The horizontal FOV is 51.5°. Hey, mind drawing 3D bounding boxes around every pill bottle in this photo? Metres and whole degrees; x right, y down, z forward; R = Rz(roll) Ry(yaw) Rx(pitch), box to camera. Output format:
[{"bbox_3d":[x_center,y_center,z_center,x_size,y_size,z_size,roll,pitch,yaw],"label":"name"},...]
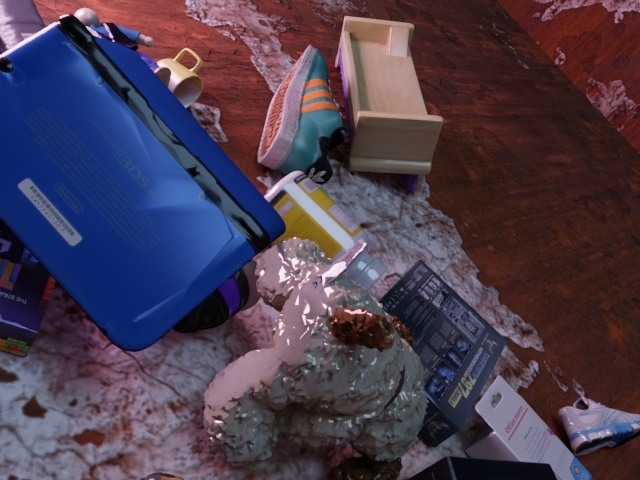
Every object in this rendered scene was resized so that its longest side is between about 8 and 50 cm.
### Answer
[{"bbox_3d":[0.000,0.000,0.906,0.184,0.103,0.103,45,36,4],"label":"pill bottle"}]

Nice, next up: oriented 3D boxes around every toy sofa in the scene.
[{"bbox_3d":[0.114,-0.263,1.271,0.150,0.177,0.362,3,46,-8],"label":"toy sofa"}]

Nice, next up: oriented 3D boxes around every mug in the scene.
[{"bbox_3d":[-0.214,-0.244,0.996,0.078,0.062,0.064,-40,71,-18],"label":"mug"}]

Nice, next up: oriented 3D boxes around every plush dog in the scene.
[{"bbox_3d":[0.037,0.140,0.708,0.225,0.211,0.262,45,50,-37],"label":"plush dog"}]

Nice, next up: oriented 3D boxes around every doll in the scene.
[{"bbox_3d":[-0.294,-0.275,0.956,0.129,0.046,0.189,-31,62,-36],"label":"doll"}]

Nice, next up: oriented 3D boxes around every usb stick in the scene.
[{"bbox_3d":[-0.367,-0.227,0.856,0.077,0.045,0.278,-8,58,-47],"label":"usb stick"}]

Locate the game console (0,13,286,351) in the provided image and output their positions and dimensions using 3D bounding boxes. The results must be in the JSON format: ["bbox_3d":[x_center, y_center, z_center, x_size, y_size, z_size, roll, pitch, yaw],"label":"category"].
[{"bbox_3d":[-0.196,-0.063,0.689,0.250,0.173,0.293,-42,91,-21],"label":"game console"}]

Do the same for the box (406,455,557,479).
[{"bbox_3d":[0.147,0.298,0.684,0.156,0.158,0.093,16,44,-31],"label":"box"}]

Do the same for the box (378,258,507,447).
[{"bbox_3d":[0.149,0.146,0.926,0.183,0.059,0.233,43,37,7],"label":"box"}]

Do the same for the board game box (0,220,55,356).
[{"bbox_3d":[-0.339,0.018,0.627,0.170,0.048,0.141,23,39,-23],"label":"board game box"}]

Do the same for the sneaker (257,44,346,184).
[{"bbox_3d":[-0.018,-0.206,1.109,0.121,0.108,0.302,28,46,-19],"label":"sneaker"}]

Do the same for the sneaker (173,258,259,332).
[{"bbox_3d":[-0.202,-0.016,0.740,0.293,0.102,0.146,46,37,6],"label":"sneaker"}]

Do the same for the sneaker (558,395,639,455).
[{"bbox_3d":[0.449,0.283,1.054,0.191,0.071,0.082,8,42,-37],"label":"sneaker"}]

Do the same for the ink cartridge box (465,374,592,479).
[{"bbox_3d":[0.267,0.284,0.889,0.181,0.061,0.104,49,36,10],"label":"ink cartridge box"}]

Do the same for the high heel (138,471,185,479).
[{"bbox_3d":[-0.111,0.322,0.516,0.093,0.186,0.261,-7,87,-9],"label":"high heel"}]
